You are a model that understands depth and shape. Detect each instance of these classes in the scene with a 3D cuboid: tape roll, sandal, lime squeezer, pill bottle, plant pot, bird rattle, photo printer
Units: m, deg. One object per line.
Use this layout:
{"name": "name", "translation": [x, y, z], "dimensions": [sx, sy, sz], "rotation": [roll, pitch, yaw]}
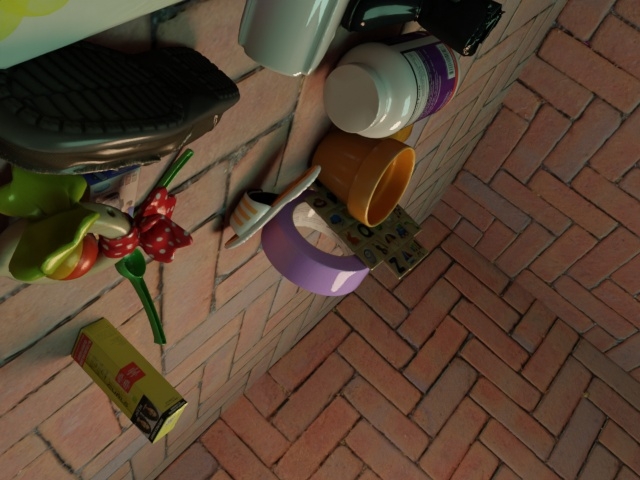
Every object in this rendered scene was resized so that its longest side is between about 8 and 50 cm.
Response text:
{"name": "tape roll", "translation": [0.000, 0.000, 1.343], "dimensions": [0.274, 0.275, 0.090], "rotation": [-31, 159, -51]}
{"name": "sandal", "translation": [-0.115, -0.088, 1.168], "dimensions": [0.265, 0.076, 0.102], "rotation": [-40, -170, 14]}
{"name": "lime squeezer", "translation": [-0.275, 0.002, 0.889], "dimensions": [0.058, 0.109, 0.311], "rotation": [7, 94, -54]}
{"name": "pill bottle", "translation": [0.145, -0.317, 1.138], "dimensions": [0.323, 0.181, 0.182], "rotation": [-33, 159, -47]}
{"name": "plant pot", "translation": [0.089, -0.164, 1.317], "dimensions": [0.205, 0.187, 0.205], "rotation": [-46, 155, -29]}
{"name": "bird rattle", "translation": [-0.306, -0.010, 0.723], "dimensions": [0.206, 0.143, 0.253], "rotation": [-30, 168, 20]}
{"name": "photo printer", "translation": [0.018, -0.366, 0.607], "dimensions": [0.256, 0.107, 0.308], "rotation": [-75, -170, -48]}

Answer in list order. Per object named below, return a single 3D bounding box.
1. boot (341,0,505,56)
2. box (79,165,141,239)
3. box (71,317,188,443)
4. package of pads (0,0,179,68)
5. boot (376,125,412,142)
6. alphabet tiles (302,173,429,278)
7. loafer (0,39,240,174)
{"name": "boot", "translation": [0.187, -0.399, 0.993], "dimensions": [0.246, 0.207, 0.094], "rotation": [-41, 165, -26]}
{"name": "box", "translation": [-0.297, -0.060, 0.786], "dimensions": [0.081, 0.028, 0.136], "rotation": [-34, 162, -43]}
{"name": "box", "translation": [-0.352, 0.254, 1.026], "dimensions": [0.058, 0.232, 0.087], "rotation": [-28, 156, -56]}
{"name": "package of pads", "translation": [-0.151, -0.272, 0.420], "dimensions": [0.296, 0.101, 0.229], "rotation": [-39, 179, -32]}
{"name": "boot", "translation": [0.184, -0.304, 1.497], "dimensions": [0.211, 0.104, 0.295], "rotation": [-62, 167, 25]}
{"name": "alphabet tiles", "translation": [0.115, -0.062, 1.393], "dimensions": [0.285, 0.342, 0.011], "rotation": [-32, 166, -50]}
{"name": "loafer", "translation": [-0.207, -0.123, 0.608], "dimensions": [0.130, 0.134, 0.366], "rotation": [-49, 176, 25]}
